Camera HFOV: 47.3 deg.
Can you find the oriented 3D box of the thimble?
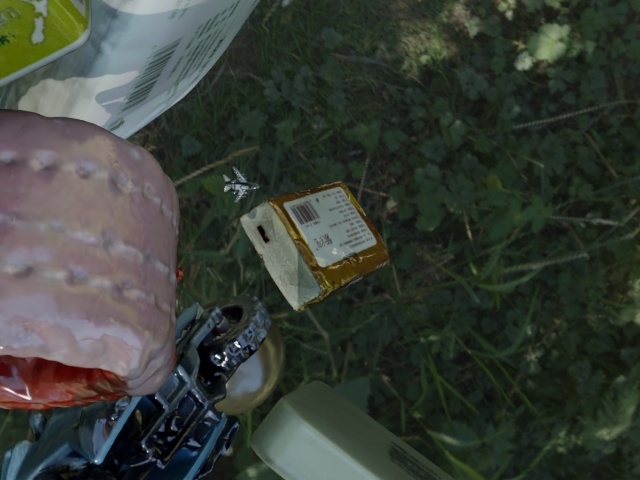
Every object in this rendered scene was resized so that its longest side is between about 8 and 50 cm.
[{"bbox_3d":[-0.165,0.022,0.395,0.190,0.125,0.163,-11,155,23],"label":"thimble"}]

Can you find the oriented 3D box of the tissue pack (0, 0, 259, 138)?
[{"bbox_3d":[-0.127,-0.234,0.492,0.194,0.266,0.356,43,134,-4],"label":"tissue pack"}]

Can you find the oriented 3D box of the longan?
[{"bbox_3d":[-0.192,0.242,1.554,0.258,0.258,0.258,-5,121,-9],"label":"longan"}]

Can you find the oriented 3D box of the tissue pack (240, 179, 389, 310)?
[{"bbox_3d":[0.000,0.000,1.217,0.092,0.226,0.183,-34,82,33],"label":"tissue pack"}]

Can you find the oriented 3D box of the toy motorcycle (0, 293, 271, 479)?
[{"bbox_3d":[-0.232,0.213,0.882,0.232,0.416,0.172,-10,124,42],"label":"toy motorcycle"}]

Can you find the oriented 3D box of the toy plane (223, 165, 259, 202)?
[{"bbox_3d":[-0.164,-0.113,1.499,0.083,0.031,0.078,11,117,29],"label":"toy plane"}]

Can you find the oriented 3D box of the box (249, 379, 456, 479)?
[{"bbox_3d":[0.097,0.325,0.937,0.367,0.373,0.090,36,88,11],"label":"box"}]

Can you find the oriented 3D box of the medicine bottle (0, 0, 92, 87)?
[{"bbox_3d":[-0.185,-0.129,0.249,0.132,0.088,0.188,-20,153,8],"label":"medicine bottle"}]
